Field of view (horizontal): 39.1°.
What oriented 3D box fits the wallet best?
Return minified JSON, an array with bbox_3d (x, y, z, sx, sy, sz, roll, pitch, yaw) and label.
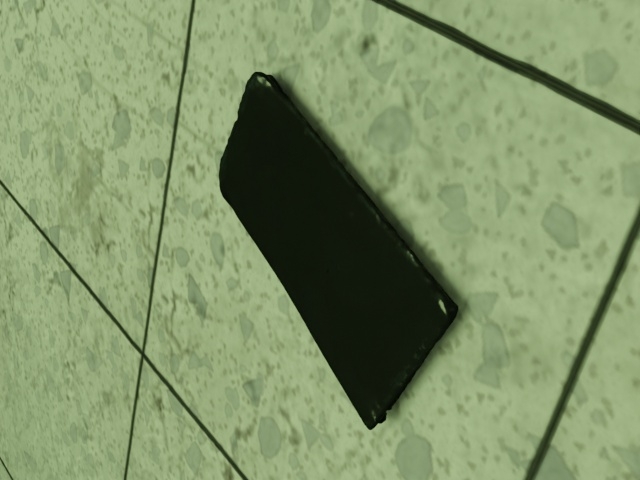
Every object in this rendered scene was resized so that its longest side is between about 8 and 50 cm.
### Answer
[{"bbox_3d":[-0.001,0.000,0.734,0.285,0.030,0.146,55,139,30],"label":"wallet"}]
